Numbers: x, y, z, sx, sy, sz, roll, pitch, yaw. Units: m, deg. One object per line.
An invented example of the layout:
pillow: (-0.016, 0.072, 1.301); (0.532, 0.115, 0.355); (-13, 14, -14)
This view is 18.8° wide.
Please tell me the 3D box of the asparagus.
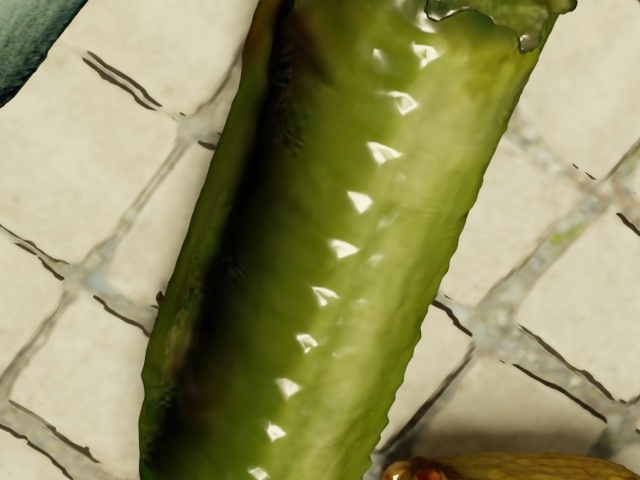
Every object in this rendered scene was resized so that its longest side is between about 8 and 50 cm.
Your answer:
asparagus: (0.000, 0.000, 0.806); (0.128, 0.108, 0.382); (31, 116, 23)

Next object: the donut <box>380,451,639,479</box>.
donut: (0.092, 0.189, 0.886); (0.112, 0.151, 0.295); (-8, 127, -14)

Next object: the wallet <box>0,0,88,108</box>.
wallet: (-0.107, -0.193, 0.675); (0.190, 0.046, 0.379); (35, 131, -16)
